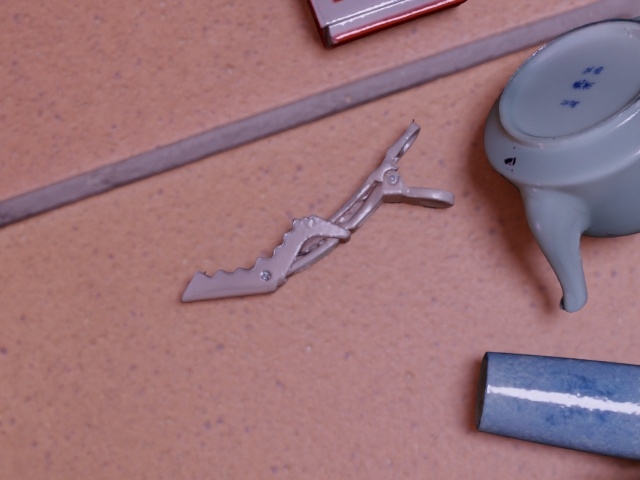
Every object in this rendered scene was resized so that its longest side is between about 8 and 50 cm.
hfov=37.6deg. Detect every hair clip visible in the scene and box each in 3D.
[{"bbox_3d":[0.000,0.000,0.715,0.226,0.034,0.072,-35,80,-3],"label":"hair clip"}]

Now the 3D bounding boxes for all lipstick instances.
[{"bbox_3d":[0.250,0.125,0.664,0.274,0.061,0.068,7,78,5],"label":"lipstick"}]

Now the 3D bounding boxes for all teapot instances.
[{"bbox_3d":[0.214,-0.067,0.673,0.159,0.159,0.232,35,73,9],"label":"teapot"}]

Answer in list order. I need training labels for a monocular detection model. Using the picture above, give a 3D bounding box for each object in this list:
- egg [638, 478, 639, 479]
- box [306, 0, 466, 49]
[{"bbox_3d":[0.288,0.248,0.559,0.270,0.220,0.220,44,84,3],"label":"egg"},{"bbox_3d":[0.024,-0.270,0.756,0.123,0.050,0.229,-19,79,0],"label":"box"}]
